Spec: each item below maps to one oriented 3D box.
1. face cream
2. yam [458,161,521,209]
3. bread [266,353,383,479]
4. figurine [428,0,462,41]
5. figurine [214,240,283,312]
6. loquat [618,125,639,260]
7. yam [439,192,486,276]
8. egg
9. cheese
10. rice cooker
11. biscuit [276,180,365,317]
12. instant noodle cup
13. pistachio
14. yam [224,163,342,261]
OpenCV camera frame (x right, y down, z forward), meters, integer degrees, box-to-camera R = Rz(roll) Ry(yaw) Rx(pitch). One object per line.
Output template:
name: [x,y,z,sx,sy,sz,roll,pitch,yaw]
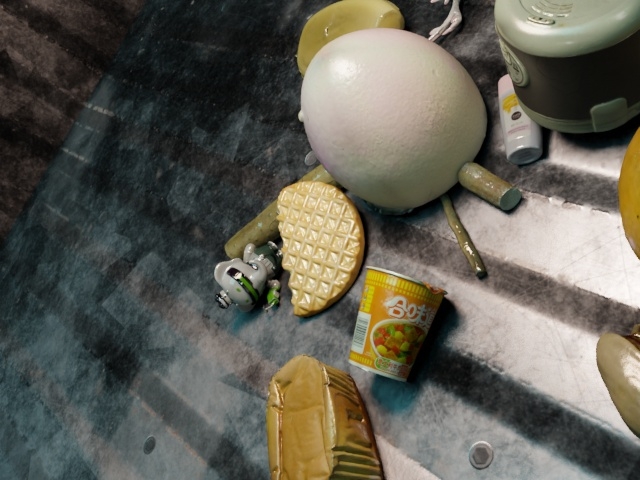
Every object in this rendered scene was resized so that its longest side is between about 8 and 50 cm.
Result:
face cream: [0.390,-0.244,1.513,0.084,0.057,0.198,-20,53,33]
yam: [0.324,-0.104,1.495,0.054,0.054,0.132,-53,42,4]
bread: [0.008,0.361,1.434,0.204,0.156,0.288,-41,45,29]
figurine: [0.337,-0.578,1.678,0.284,0.206,0.316,-51,35,-10]
figurine: [-0.163,0.086,1.792,0.192,0.147,0.126,-44,20,-13]
loquat: [0.562,-0.048,1.058,0.359,0.329,0.328,103,172,-60]
yam: [0.268,-0.019,1.515,0.234,0.027,0.029,-108,31,-43]
egg: [0.115,-0.278,1.579,0.355,0.340,0.354,-25,47,30]
cheese: [0.054,-0.483,1.936,0.316,0.128,0.259,22,83,50]
rice cooker: [0.455,-0.352,1.356,0.289,0.277,0.288,-13,54,18]
biscuit: [0.000,0.000,1.700,0.205,0.040,0.308,-19,67,27]
instant noodle cup: [0.134,0.159,1.446,0.168,0.168,0.184,14,84,47]
pistachio: [0.474,0.207,1.112,0.130,0.131,0.206,-6,37,-8]
yam: [-0.077,-0.073,1.841,0.372,0.083,0.083,-36,45,21]
